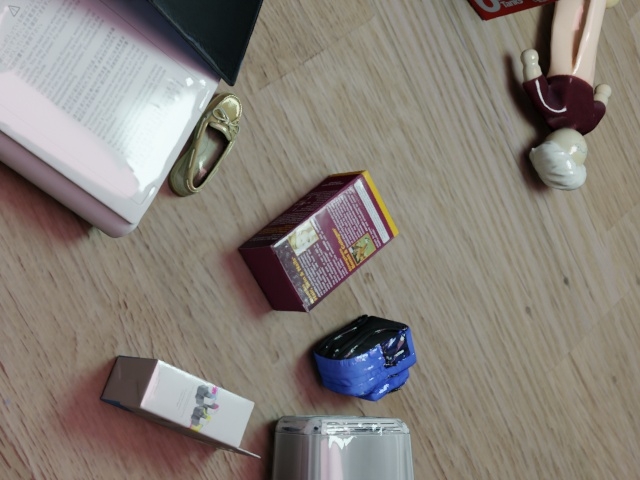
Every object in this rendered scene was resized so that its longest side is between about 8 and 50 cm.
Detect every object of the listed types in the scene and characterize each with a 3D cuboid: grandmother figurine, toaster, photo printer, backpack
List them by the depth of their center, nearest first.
[{"bbox_3d":[-0.286,-0.188,1.274,0.307,0.107,0.256,37,67,-28],"label":"photo printer"},{"bbox_3d":[0.022,0.302,1.467,0.227,0.129,0.146,6,81,-33],"label":"toaster"},{"bbox_3d":[0.059,0.165,1.515,0.120,0.098,0.101,-22,105,-35],"label":"backpack"},{"bbox_3d":[0.391,-0.245,1.774,0.208,0.104,0.342,14,77,-26],"label":"grandmother figurine"}]

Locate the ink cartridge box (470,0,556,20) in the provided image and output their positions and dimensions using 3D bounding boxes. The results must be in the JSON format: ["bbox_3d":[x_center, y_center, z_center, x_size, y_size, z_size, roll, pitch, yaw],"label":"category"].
[{"bbox_3d":[0.286,-0.473,1.576,0.272,0.309,0.130,45,64,-25],"label":"ink cartridge box"}]

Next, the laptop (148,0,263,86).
[{"bbox_3d":[-0.222,-0.443,1.260,0.408,0.236,0.382,18,74,-6],"label":"laptop"}]

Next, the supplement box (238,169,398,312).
[{"bbox_3d":[0.000,0.000,1.489,0.188,0.081,0.104,-39,110,-31],"label":"supplement box"}]

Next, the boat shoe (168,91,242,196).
[{"bbox_3d":[-0.135,-0.122,1.416,0.056,0.048,0.153,42,65,-27],"label":"boat shoe"}]

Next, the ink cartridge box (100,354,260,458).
[{"bbox_3d":[-0.156,0.199,1.354,0.181,0.104,0.061,30,71,-32],"label":"ink cartridge box"}]
